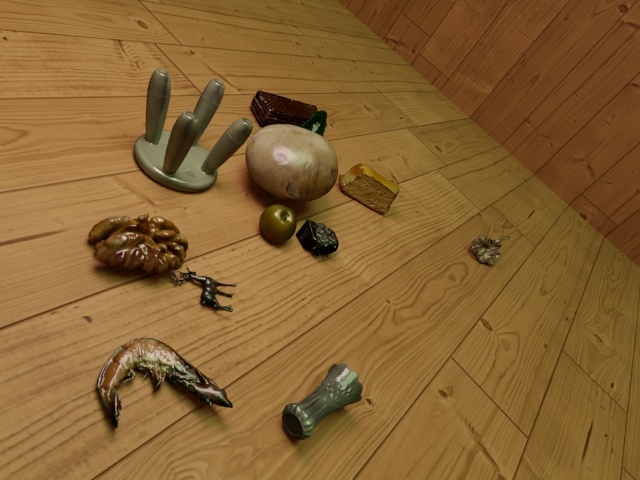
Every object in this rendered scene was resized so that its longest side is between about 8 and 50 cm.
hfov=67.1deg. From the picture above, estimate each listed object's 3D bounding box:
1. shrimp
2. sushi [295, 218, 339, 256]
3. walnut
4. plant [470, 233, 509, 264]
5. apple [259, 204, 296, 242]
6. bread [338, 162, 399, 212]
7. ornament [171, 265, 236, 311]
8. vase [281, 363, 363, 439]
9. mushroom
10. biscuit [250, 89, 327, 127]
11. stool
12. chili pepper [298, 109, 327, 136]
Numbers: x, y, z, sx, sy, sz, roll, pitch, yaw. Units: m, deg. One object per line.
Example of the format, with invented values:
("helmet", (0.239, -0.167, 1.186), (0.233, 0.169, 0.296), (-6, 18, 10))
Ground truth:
("shrimp", (-0.236, 0.228, 0.713), (0.195, 0.035, 0.148), (32, 31, 5))
("sushi", (0.000, 0.000, 1.180), (0.083, 0.056, 0.084), (6, 43, -48))
("walnut", (-0.321, -0.001, 0.873), (0.170, 0.069, 0.143), (0, 36, -43))
("plant", (0.573, 0.019, 1.616), (0.117, 0.122, 0.104), (4, 57, -49))
("apple", (-0.097, -0.038, 1.119), (0.090, 0.074, 0.089), (16, 61, -31))
("bread", (0.148, -0.158, 1.452), (0.187, 0.103, 0.065), (33, 36, -15))
("ornament", (-0.219, 0.090, 0.901), (0.125, 0.028, 0.073), (26, 36, -20))
("vase", (0.000, 0.281, 0.835), (0.149, 0.081, 0.081), (-22, 65, -47))
("mushroom", (-0.075, -0.190, 1.217), (0.255, 0.184, 0.254), (23, 40, -21))
("biscuit", (-0.096, -0.396, 1.539), (0.252, 0.070, 0.106), (4, 48, -40))
("stool", (-0.291, -0.239, 1.071), (0.195, 0.198, 0.195), (-9, 56, -45))
("chili pepper", (-0.038, -0.325, 1.474), (0.108, 0.062, 0.216), (32, 57, -10))
